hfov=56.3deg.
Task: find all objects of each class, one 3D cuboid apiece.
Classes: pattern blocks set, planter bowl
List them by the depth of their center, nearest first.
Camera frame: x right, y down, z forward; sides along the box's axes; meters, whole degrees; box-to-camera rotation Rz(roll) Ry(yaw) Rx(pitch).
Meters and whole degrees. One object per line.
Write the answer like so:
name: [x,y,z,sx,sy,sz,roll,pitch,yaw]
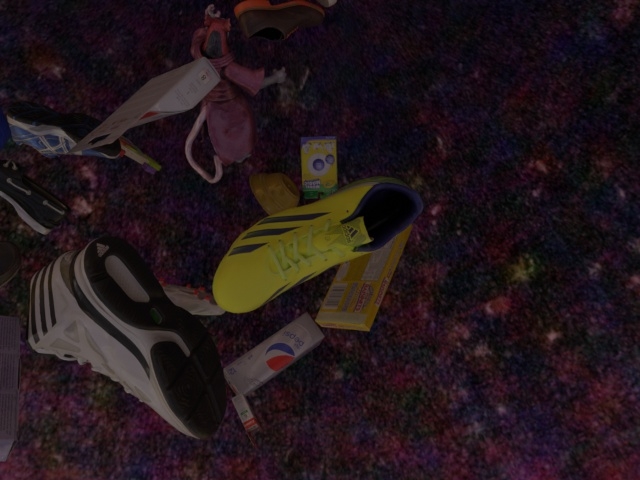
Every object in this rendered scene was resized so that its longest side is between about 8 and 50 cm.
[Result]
pattern blocks set: [-0.604,-0.293,1.820,0.026,0.325,0.285,-55,142,3]
planter bowl: [-0.134,-0.162,2.024,0.090,0.217,0.217,-35,119,19]

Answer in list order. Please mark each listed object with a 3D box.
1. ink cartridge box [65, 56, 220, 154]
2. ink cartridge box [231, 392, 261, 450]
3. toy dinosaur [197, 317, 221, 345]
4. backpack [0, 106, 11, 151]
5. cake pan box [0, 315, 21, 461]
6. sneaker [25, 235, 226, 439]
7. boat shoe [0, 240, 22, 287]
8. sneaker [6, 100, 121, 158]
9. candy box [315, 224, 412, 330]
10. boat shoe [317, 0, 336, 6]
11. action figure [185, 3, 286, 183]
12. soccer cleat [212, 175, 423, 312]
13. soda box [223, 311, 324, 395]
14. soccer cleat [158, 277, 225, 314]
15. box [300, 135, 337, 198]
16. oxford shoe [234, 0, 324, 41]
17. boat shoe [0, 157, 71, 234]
ink cartridge box: [-0.302,-0.212,1.027,0.189,0.232,0.066,-1,139,46]
ink cartridge box: [-0.153,0.394,1.302,0.029,0.115,0.063,-28,153,-10]
toy dinosaur: [-0.410,0.308,1.921,0.160,0.313,0.121,24,74,3]
backpack: [-0.550,-0.177,0.926,0.098,0.101,0.120,9,146,4]
cake pan box: [-0.603,0.220,0.926,0.245,0.267,0.070,10,127,-33]
sneaker: [-0.375,0.206,1.144,0.257,0.169,0.447,-16,115,28]
boat shoe: [-0.859,0.083,1.336,0.355,0.130,0.132,-21,83,-25]
sneaker: [-0.492,-0.200,1.158,0.211,0.080,0.081,18,132,-11]
candy box: [0.073,0.053,0.989,0.105,0.206,0.027,-1,142,43]
boat shoe: [0.011,-0.779,1.627,0.158,0.340,0.127,-27,151,-2]
action figure: [-0.248,-0.366,1.390,0.276,0.248,0.370,-45,159,-23]
soccer cleat: [0.000,-0.001,0.737,0.289,0.121,0.093,-30,110,-21]
soda box: [-0.130,0.323,1.679,0.286,0.091,0.098,-32,165,-20]
soccer cleat: [-0.292,0.130,1.242,0.196,0.068,0.076,19,102,-28]
box: [-0.003,-0.210,1.728,0.105,0.043,0.179,-2,101,5]
oxford shoe: [-0.099,-0.578,1.602,0.271,0.097,0.098,-14,85,-32]
boat shoe: [-0.741,-0.146,1.445,0.091,0.114,0.302,-39,128,0]
